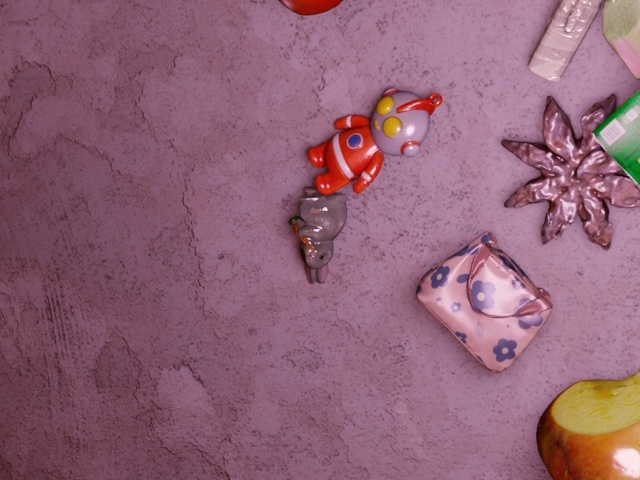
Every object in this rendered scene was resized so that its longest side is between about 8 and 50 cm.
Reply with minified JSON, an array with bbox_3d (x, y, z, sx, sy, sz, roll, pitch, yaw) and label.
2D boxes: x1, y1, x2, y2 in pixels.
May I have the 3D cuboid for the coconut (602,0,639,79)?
[{"bbox_3d":[0.624,-0.389,1.468,0.236,0.204,0.235,1,92,20],"label":"coconut"}]

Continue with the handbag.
[{"bbox_3d":[0.349,0.120,1.719,0.251,0.190,0.193,45,109,2],"label":"handbag"}]

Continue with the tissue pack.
[{"bbox_3d":[0.621,-0.219,1.448,0.148,0.156,0.209,52,153,10],"label":"tissue pack"}]

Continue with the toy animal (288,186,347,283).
[{"bbox_3d":[-0.002,-0.002,1.898,0.138,0.108,0.236,-1,102,10],"label":"toy animal"}]

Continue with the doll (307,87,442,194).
[{"bbox_3d":[0.120,-0.223,1.785,0.336,0.105,0.199,-28,59,26],"label":"doll"}]

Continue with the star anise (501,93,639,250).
[{"bbox_3d":[0.506,-0.134,1.625,0.332,0.117,0.331,3,99,19],"label":"star anise"}]

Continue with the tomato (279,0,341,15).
[{"bbox_3d":[-0.004,-0.626,1.666,0.325,0.290,0.293,-29,94,25],"label":"tomato"}]

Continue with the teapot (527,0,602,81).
[{"bbox_3d":[0.467,-0.403,1.563,0.077,0.107,0.200,28,128,9],"label":"teapot"}]

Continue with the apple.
[{"bbox_3d":[0.618,0.423,1.598,0.374,0.374,0.384,-49,40,25],"label":"apple"}]
